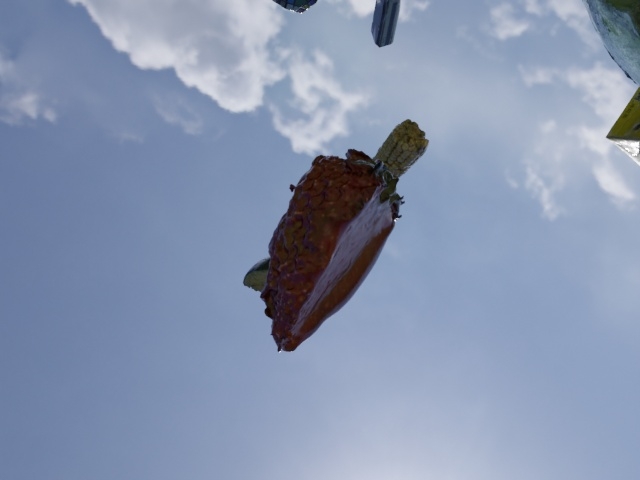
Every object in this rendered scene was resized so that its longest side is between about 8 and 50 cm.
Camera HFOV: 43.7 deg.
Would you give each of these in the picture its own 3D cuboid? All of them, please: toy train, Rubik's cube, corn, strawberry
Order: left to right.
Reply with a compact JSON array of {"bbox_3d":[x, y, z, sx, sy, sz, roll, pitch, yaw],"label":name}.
[{"bbox_3d":[-0.057,-0.598,1.864,0.111,0.133,0.133,6,-144,27],"label":"Rubik's cube"},{"bbox_3d":[0.003,0.007,0.888,0.098,0.228,0.174,29,-173,21],"label":"strawberry"},{"bbox_3d":[0.147,-0.159,1.684,0.087,0.211,0.087,23,-143,-18],"label":"corn"},{"bbox_3d":[0.148,-0.515,1.689,0.048,0.252,0.055,-11,-116,-10],"label":"toy train"}]

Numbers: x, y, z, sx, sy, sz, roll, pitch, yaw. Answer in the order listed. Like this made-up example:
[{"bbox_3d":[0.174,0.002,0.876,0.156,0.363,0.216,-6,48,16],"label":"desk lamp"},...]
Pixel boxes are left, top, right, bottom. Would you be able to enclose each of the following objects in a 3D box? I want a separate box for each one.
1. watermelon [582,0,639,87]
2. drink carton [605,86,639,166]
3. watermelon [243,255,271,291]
[{"bbox_3d":[0.435,-0.308,0.904,0.193,0.256,0.140,49,-172,-5],"label":"watermelon"},{"bbox_3d":[0.682,-0.141,1.397,0.351,0.155,0.111,35,178,-18],"label":"drink carton"},{"bbox_3d":[-0.061,0.071,1.585,0.181,0.092,0.075,19,-133,16],"label":"watermelon"}]
